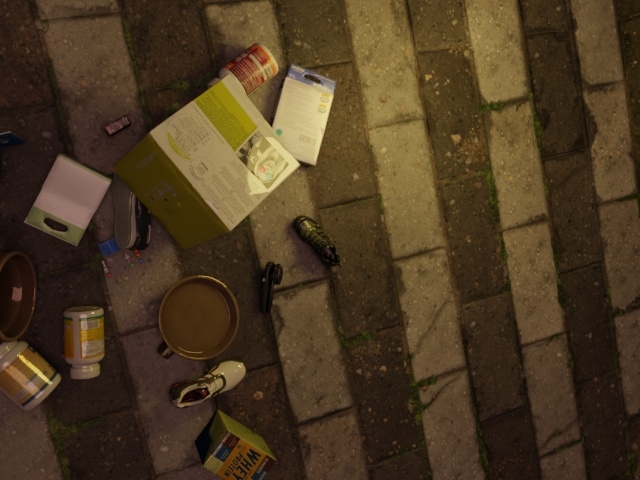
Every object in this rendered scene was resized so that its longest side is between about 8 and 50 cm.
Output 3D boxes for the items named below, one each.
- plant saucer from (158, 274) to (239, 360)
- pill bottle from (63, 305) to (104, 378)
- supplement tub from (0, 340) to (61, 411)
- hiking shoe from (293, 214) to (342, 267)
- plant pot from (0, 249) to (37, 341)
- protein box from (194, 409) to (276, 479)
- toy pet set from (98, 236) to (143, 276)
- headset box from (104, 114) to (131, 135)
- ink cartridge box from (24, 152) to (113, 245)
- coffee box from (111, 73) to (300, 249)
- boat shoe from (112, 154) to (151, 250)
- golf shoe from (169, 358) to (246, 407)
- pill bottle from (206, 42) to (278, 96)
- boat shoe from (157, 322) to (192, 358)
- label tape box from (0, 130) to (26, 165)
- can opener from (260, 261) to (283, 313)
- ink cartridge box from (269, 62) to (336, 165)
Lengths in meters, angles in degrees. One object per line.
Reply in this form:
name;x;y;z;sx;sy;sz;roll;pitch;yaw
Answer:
plant saucer;-0.400;0.253;1.900;0.277;0.041;0.278;6;79;-32
pill bottle;-0.728;0.314;1.782;0.117;0.117;0.208;-2;94;-19
supplement tub;-0.892;0.391;1.714;0.144;0.144;0.200;-43;106;-12
hiking shoe;0.000;0.000;2.020;0.086;0.114;0.227;-45;106;-12
plant pot;-0.974;0.152;1.640;0.229;0.263;0.263;3;93;-1
protein box;-0.286;0.700;1.920;0.201;0.200;0.136;38;81;-18
toy pet set;-0.638;0.047;1.824;0.122;0.065;0.114;-27;102;-16
headset box;-0.635;-0.354;1.800;0.083;0.062;0.032;-33;103;-14
ink cartridge box;-0.769;-0.126;1.773;0.171;0.056;0.235;28;95;-18
coffee box;-0.345;-0.221;1.720;0.338;0.337;0.334;52;56;-16
boat shoe;-0.587;-0.118;1.820;0.091;0.114;0.303;12;78;-58
golf shoe;-0.364;0.488;1.923;0.272;0.120;0.105;-23;99;-18
pill bottle;-0.255;-0.536;1.891;0.221;0.121;0.121;-41;105;-13
boat shoe;-0.473;0.325;1.912;0.152;0.056;0.049;-46;133;-19
label tape box;-0.987;-0.183;1.587;0.347;0.249;0.115;-22;100;-17
can opener;-0.180;0.164;1.999;0.059;0.073;0.186;11;99;-28
ink cartridge box;-0.070;-0.430;1.996;0.185;0.065;0.311;15;91;-20
